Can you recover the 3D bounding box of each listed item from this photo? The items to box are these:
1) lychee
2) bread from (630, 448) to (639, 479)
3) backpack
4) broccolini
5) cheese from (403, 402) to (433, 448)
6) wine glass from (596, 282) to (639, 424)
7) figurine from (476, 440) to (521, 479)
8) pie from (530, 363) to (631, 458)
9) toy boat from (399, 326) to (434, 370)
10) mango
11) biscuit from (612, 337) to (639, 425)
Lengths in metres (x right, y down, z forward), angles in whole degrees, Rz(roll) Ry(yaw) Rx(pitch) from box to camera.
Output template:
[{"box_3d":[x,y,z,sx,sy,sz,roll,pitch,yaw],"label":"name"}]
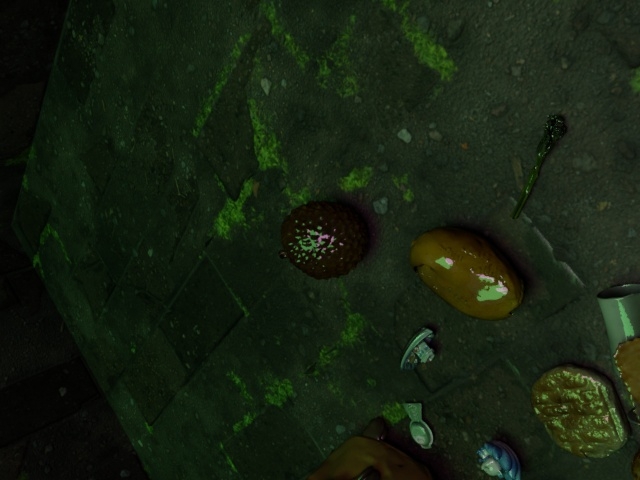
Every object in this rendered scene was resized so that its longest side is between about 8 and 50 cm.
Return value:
[{"box_3d":[0.000,0.000,1.499,0.238,0.200,0.200,-21,90,31],"label":"lychee"},{"box_3d":[0.655,0.425,1.112,0.193,0.064,0.194,20,123,34],"label":"bread"},{"box_3d":[0.117,0.627,1.523,0.377,0.353,0.201,-5,115,45],"label":"backpack"},{"box_3d":[0.399,-0.134,1.174,0.042,0.044,0.218,28,130,16],"label":"broccolini"},{"box_3d":[0.243,0.458,1.546,0.067,0.026,0.121,-16,93,46],"label":"cheese"},{"box_3d":[0.557,0.194,1.090,0.103,0.103,0.231,-15,92,46],"label":"wine glass"},{"box_3d":[0.395,0.490,1.372,0.114,0.079,0.114,48,158,26],"label":"figurine"},{"box_3d":[0.503,0.336,1.235,0.195,0.046,0.195,16,115,38],"label":"pie"},{"box_3d":[0.232,0.259,1.458,0.066,0.059,0.140,49,132,36],"label":"toy boat"},{"box_3d":[0.295,0.062,1.264,0.248,0.156,0.151,37,92,27],"label":"mango"},{"box_3d":[0.627,0.244,1.019,0.236,0.013,0.232,-20,91,15],"label":"biscuit"}]
